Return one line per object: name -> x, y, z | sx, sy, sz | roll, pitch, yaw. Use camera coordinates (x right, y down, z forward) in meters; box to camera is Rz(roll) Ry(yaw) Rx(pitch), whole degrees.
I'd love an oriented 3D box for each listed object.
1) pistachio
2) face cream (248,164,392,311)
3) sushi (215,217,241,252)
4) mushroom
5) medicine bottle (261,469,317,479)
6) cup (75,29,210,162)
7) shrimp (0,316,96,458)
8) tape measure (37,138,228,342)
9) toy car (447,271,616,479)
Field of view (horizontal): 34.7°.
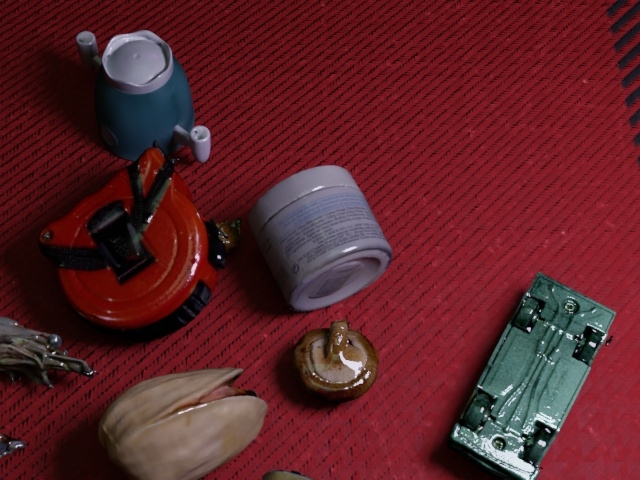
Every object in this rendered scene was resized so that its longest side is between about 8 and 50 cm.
pistachio -> -0.184, 0.246, 1.383 | 0.229, 0.157, 0.157 | -22, 63, -29
face cream -> 0.000, 0.000, 1.520 | 0.177, 0.177, 0.153 | -20, 65, -14
sushi -> -0.172, 0.001, 1.574 | 0.118, 0.061, 0.060 | -24, 76, -15
mushroom -> 0.020, 0.178, 1.471 | 0.127, 0.087, 0.127 | 1, 56, -1
medicine bottle -> -0.069, 0.462, 1.265 | 0.151, 0.151, 0.322 | 22, 61, 9
cup -> -0.287, -0.239, 1.639 | 0.300, 0.173, 0.167 | 40, 66, 17
shrimp -> -0.493, 0.210, 1.429 | 0.360, 0.085, 0.247 | -4, 70, -2
tape measure -> -0.265, 0.016, 1.499 | 0.253, 0.114, 0.260 | -37, 66, -3
toy car -> 0.307, 0.202, 1.471 | 0.141, 0.097, 0.320 | 29, 61, 11
